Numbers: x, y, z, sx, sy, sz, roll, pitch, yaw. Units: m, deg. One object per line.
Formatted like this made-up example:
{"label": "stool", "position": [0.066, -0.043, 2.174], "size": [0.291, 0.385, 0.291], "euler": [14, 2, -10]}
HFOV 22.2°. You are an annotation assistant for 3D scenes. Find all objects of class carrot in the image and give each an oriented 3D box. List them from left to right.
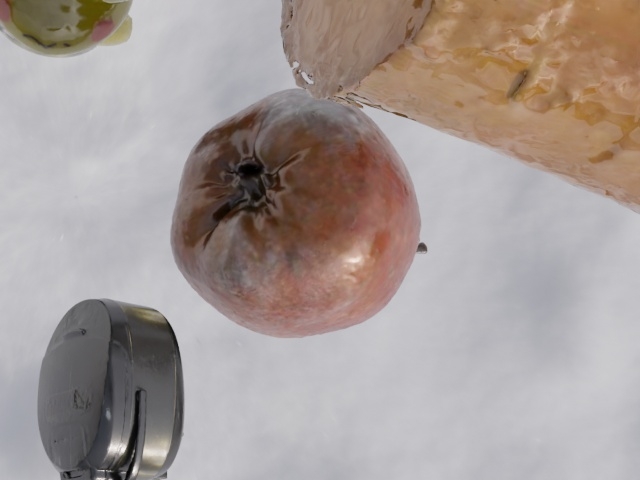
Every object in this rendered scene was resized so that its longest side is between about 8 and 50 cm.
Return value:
{"label": "carrot", "position": [0.134, -0.106, 0.674], "size": [0.254, 0.196, 0.196], "euler": [18, 89, -23]}

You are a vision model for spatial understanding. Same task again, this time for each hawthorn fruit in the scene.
{"label": "hawthorn fruit", "position": [-0.019, -0.005, 1.530], "size": [0.235, 0.231, 0.263], "euler": [-24, 117, -1]}

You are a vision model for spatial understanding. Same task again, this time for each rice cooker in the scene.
{"label": "rice cooker", "position": [-0.173, 0.131, 1.363], "size": [0.106, 0.112, 0.165], "euler": [3, 78, -44]}

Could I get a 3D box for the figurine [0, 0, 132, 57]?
{"label": "figurine", "position": [-0.264, -0.292, 1.632], "size": [0.218, 0.327, 0.169], "euler": [17, 54, -14]}
